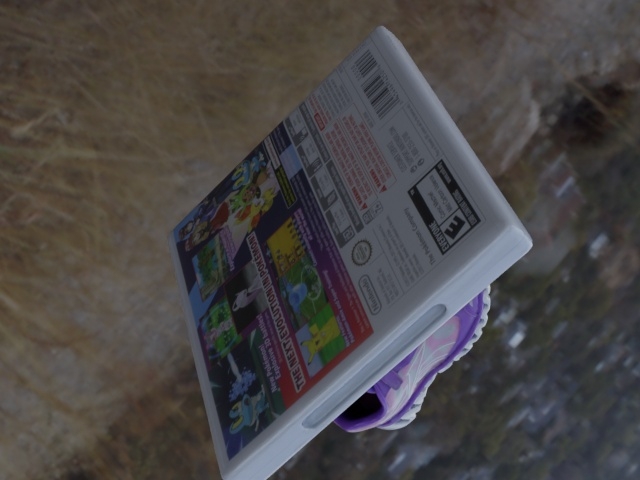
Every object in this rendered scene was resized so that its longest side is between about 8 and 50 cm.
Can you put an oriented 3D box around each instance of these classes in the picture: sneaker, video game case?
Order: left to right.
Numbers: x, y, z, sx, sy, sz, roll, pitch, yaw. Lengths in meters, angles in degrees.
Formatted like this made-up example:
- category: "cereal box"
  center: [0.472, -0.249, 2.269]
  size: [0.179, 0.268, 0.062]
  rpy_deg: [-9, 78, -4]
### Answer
- category: "video game case"
  center: [0.000, 0.000, 0.570]
  size: [0.183, 0.201, 0.023]
  rpy_deg: [-43, 126, 16]
- category: "sneaker"
  center: [0.075, 0.102, 1.056]
  size: [0.104, 0.095, 0.236]
  rpy_deg: [-12, 137, -48]
